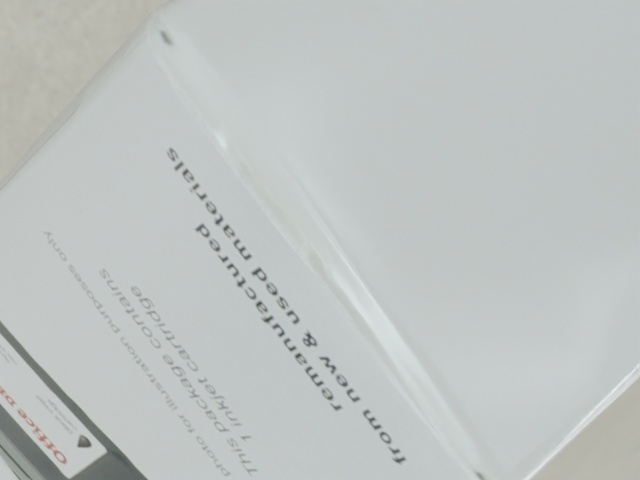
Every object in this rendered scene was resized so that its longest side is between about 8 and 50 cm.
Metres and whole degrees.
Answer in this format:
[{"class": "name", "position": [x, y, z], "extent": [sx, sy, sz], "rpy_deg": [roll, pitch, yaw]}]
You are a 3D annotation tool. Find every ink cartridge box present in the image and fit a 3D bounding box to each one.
[{"class": "ink cartridge box", "position": [0.000, 0.000, 0.684], "extent": [0.285, 0.166, 0.395], "rpy_deg": [-37, -178, -34]}]
